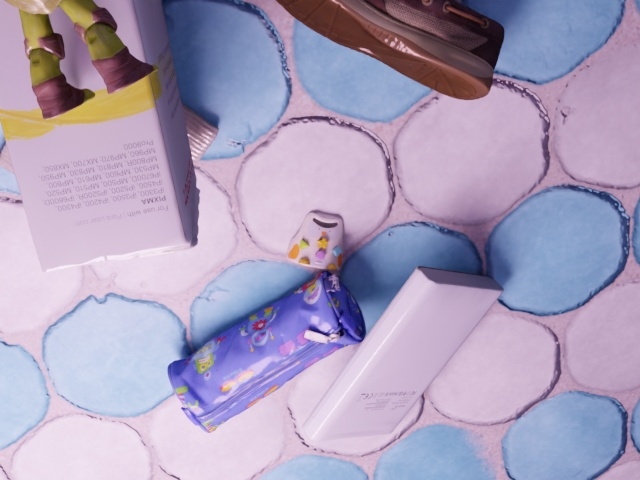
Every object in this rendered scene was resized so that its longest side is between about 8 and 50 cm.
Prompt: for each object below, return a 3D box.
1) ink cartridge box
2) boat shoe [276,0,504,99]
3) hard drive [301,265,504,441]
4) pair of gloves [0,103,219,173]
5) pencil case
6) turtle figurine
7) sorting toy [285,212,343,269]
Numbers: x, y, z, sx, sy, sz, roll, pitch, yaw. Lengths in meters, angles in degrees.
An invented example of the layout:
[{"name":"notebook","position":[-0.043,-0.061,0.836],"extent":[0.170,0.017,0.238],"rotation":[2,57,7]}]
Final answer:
[{"name":"ink cartridge box","position":[-0.246,-0.193,0.928],"extent":[0.160,0.279,0.385],"rotation":[-11,108,-3]},{"name":"boat shoe","position":[0.078,-0.298,1.057],"extent":[0.342,0.123,0.123],"rotation":[25,83,-13]},{"name":"hard drive","position":[0.125,0.174,1.291],"extent":[0.203,0.040,0.307],"rotation":[9,121,-48]},{"name":"pair of gloves","position":[-0.278,-0.122,1.132],"extent":[0.240,0.042,0.204],"rotation":[-43,115,14]},{"name":"pencil case","position":[-0.077,0.163,1.258],"extent":[0.306,0.133,0.119],"rotation":[-32,111,10]},{"name":"turtle figurine","position":[-0.223,-0.226,0.727],"extent":[0.269,0.087,0.217],"rotation":[-23,108,3]},{"name":"sorting toy","position":[0.000,0.000,1.240],"extent":[0.083,0.045,0.075],"rotation":[10,97,-13]}]
